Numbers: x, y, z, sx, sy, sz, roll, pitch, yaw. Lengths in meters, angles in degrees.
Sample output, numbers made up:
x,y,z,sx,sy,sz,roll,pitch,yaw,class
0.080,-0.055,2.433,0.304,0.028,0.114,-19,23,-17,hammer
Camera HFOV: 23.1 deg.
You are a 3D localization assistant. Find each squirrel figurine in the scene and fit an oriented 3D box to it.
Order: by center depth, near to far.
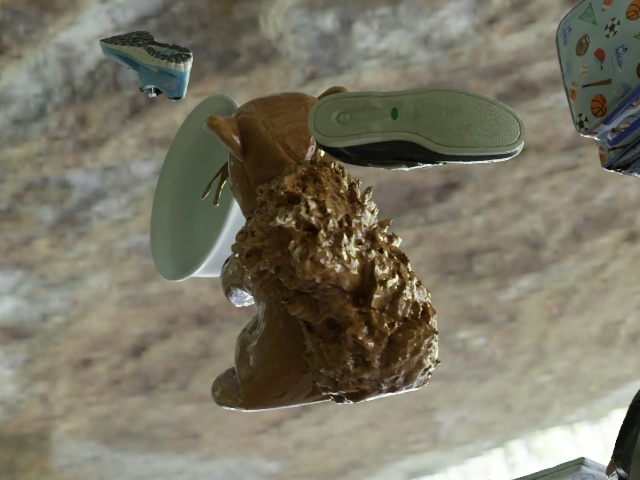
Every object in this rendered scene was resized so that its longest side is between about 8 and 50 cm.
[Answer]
x,y,z,sx,sy,sz,roll,pitch,yaw,class
0.000,0.000,1.843,0.281,0.370,0.397,-11,1,-14,squirrel figurine

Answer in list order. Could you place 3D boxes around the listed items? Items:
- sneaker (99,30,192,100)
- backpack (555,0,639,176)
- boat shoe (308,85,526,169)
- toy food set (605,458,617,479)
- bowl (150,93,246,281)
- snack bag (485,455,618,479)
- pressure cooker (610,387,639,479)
x,y,z,sx,sy,sz,roll,pitch,yaw,class
-0.221,-0.214,1.946,0.063,0.162,0.073,-19,-58,-35,sneaker
0.439,-0.232,1.976,0.213,0.276,0.263,14,-36,-38,backpack
0.107,-0.115,1.691,0.233,0.084,0.079,3,-29,14,boat shoe
0.404,0.259,1.887,0.218,0.071,0.128,-31,-29,-27,toy food set
-0.139,-0.067,2.410,0.134,0.297,0.298,16,-33,-29,bowl
0.375,0.409,2.310,0.323,0.037,0.342,24,-32,-31,snack bag
0.511,0.256,1.361,0.370,0.375,0.420,18,-9,-35,pressure cooker
